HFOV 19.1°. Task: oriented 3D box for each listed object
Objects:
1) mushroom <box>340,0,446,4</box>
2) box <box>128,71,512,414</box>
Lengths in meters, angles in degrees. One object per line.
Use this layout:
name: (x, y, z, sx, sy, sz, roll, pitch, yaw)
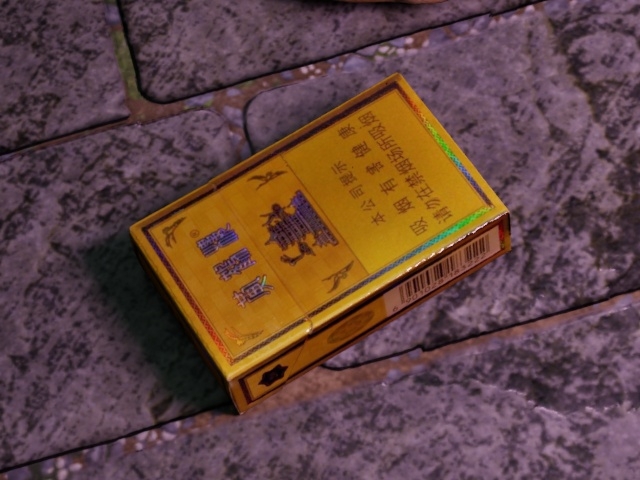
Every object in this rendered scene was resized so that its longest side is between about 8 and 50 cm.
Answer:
mushroom: (0.085, -0.346, 1.918, 0.278, 0.146, 0.278, -2, 70, 6)
box: (0.000, 0.000, 1.760, 0.301, 0.084, 0.193, -30, 60, -9)
